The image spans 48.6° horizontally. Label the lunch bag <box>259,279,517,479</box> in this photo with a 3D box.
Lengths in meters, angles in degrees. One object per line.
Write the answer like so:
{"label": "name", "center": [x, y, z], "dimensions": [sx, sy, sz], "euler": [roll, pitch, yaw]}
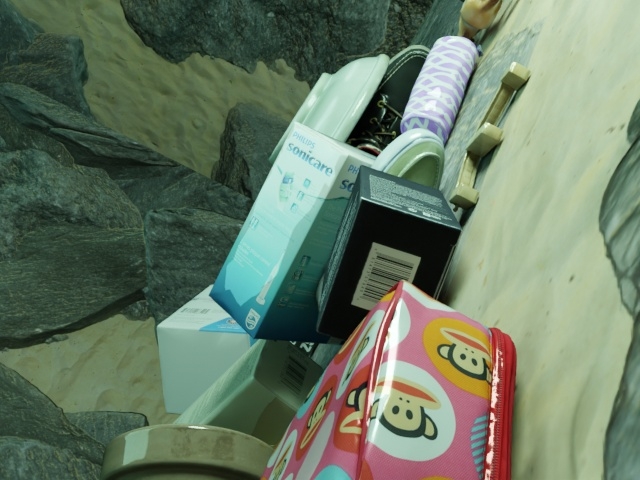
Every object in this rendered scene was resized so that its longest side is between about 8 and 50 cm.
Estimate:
{"label": "lunch bag", "center": [0.019, 0.175, 0.499], "dimensions": [0.293, 0.120, 0.258], "euler": [-61, 4, 37]}

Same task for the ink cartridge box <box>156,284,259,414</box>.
{"label": "ink cartridge box", "center": [-0.192, 0.228, 1.518], "dimensions": [0.270, 0.198, 0.197], "euler": [-44, -46, -69]}

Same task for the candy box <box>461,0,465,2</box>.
{"label": "candy box", "center": [0.276, -0.562, 1.364], "dimensions": [0.165, 0.196, 0.070], "euler": [-60, 5, 45]}

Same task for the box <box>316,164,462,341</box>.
{"label": "box", "center": [0.071, 0.015, 0.793], "dimensions": [0.207, 0.108, 0.153], "euler": [-76, 4, -73]}

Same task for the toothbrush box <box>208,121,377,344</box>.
{"label": "toothbrush box", "center": [0.000, 0.000, 1.073], "dimensions": [0.216, 0.126, 0.295], "euler": [12, -70, -50]}

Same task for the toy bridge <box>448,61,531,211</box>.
{"label": "toy bridge", "center": [0.191, -0.115, 0.829], "dimensions": [0.188, 0.026, 0.063], "euler": [-64, 2, -14]}

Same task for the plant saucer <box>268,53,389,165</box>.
{"label": "plant saucer", "center": [-0.010, -0.224, 1.440], "dimensions": [0.400, 0.100, 0.400], "euler": [-57, 7, 11]}

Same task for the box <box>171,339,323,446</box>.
{"label": "box", "center": [-0.146, 0.309, 1.197], "dimensions": [0.311, 0.121, 0.148], "euler": [-45, 12, 26]}

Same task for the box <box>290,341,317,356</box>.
{"label": "box", "center": [0.018, 0.063, 1.520], "dimensions": [0.257, 0.079, 0.322], "euler": [-60, 5, 20]}

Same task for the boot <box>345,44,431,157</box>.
{"label": "boot", "center": [0.113, -0.210, 1.447], "dimensions": [0.377, 0.138, 0.284], "euler": [-49, 10, 23]}

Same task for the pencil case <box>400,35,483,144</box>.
{"label": "pencil case", "center": [0.198, -0.245, 1.172], "dimensions": [0.206, 0.086, 0.088], "euler": [-63, -31, -27]}

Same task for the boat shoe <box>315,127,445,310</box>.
{"label": "boat shoe", "center": [0.095, -0.004, 0.972], "dimensions": [0.302, 0.109, 0.094], "euler": [-65, 31, 14]}

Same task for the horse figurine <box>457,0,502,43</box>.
{"label": "horse figurine", "center": [0.288, -0.412, 1.217], "dimensions": [0.174, 0.066, 0.263], "euler": [-57, 2, 4]}

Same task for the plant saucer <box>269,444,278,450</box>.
{"label": "plant saucer", "center": [-0.079, 0.337, 1.089], "dimensions": [0.083, 0.083, 0.015], "euler": [121, 142, -46]}

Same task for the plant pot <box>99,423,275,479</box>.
{"label": "plant pot", "center": [-0.185, 0.409, 0.974], "dimensions": [0.263, 0.263, 0.229], "euler": [121, 156, -46]}
